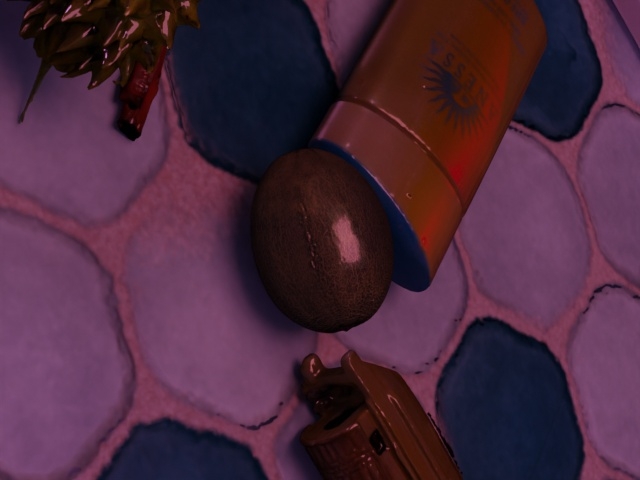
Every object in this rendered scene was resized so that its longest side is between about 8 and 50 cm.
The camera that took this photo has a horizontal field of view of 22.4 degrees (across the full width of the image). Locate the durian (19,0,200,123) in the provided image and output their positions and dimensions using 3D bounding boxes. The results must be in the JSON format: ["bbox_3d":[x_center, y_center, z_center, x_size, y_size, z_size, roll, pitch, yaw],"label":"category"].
[{"bbox_3d":[-0.130,-0.265,1.019,0.157,0.169,0.355,2,72,-18],"label":"durian"}]

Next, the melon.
[{"bbox_3d":[0.000,0.000,1.113,0.098,0.098,0.130,-14,84,-44],"label":"melon"}]

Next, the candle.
[{"bbox_3d":[-0.110,-0.146,1.112,0.026,0.021,0.167,33,57,-31],"label":"candle"}]

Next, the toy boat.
[{"bbox_3d":[0.053,0.177,1.131,0.088,0.068,0.226,-39,106,-37],"label":"toy boat"}]

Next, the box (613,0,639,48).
[{"bbox_3d":[0.361,-0.318,1.528,0.274,0.116,0.203,-42,106,-42],"label":"box"}]

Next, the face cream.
[{"bbox_3d":[0.084,-0.105,1.243,0.139,0.067,0.285,44,52,-20],"label":"face cream"}]
